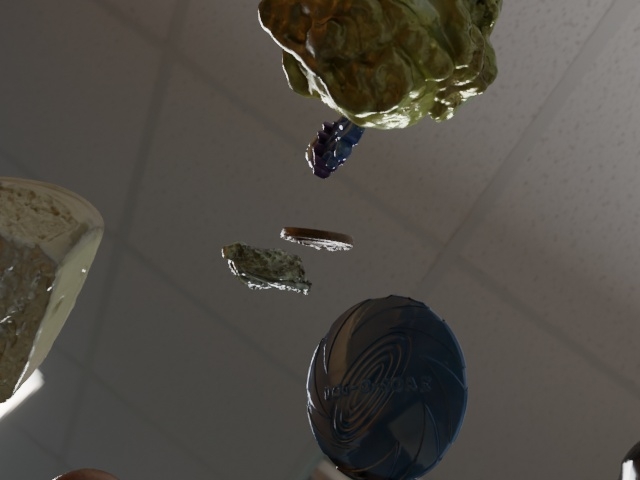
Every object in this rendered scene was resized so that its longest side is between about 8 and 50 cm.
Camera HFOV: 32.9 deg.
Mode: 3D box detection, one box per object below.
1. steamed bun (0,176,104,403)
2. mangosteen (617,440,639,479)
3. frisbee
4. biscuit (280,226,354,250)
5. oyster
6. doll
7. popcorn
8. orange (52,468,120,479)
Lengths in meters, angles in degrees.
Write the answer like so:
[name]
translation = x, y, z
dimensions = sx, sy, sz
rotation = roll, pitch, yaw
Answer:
[steamed bun]
translation = -0.343, 0.046, 1.124
dimensions = 0.170, 0.200, 0.225
rotation = 24, -68, -5
[mangosteen]
translation = 0.472, 0.356, 1.427
dimensions = 0.243, 0.243, 0.243
rotation = 23, -42, 22
[frisbee]
translation = 0.073, 0.186, 1.357
dimensions = 0.242, 0.242, 0.045
rotation = 2, -10, 39
[biscuit]
translation = 0.000, 0.000, 1.831
dimensions = 0.124, 0.026, 0.175
rotation = 7, -4, 11
[oyster]
translation = -0.078, 0.047, 1.660
dimensions = 0.125, 0.064, 0.177
rotation = 1, -13, 13
[doll]
translation = 0.027, -0.162, 1.779
dimensions = 0.067, 0.110, 0.206
rotation = 29, -24, -16
[popcorn]
translation = 0.078, -0.298, 1.485
dimensions = 0.312, 0.312, 0.312
rotation = 23, -42, 22
[orange]
translation = -0.414, 0.498, 1.891
dimensions = 0.206, 0.206, 0.206
rotation = 23, -42, 22
